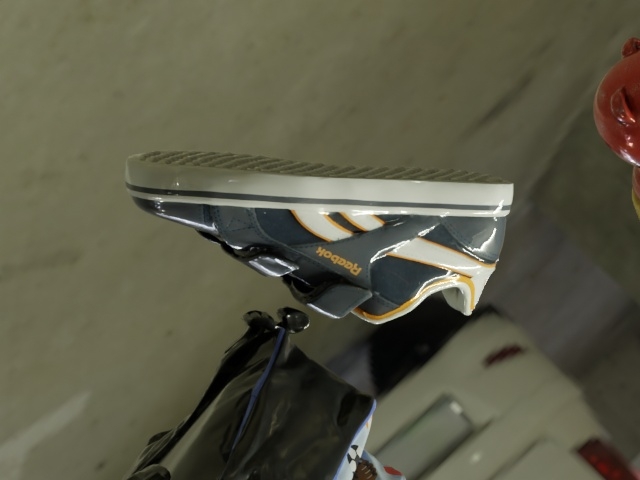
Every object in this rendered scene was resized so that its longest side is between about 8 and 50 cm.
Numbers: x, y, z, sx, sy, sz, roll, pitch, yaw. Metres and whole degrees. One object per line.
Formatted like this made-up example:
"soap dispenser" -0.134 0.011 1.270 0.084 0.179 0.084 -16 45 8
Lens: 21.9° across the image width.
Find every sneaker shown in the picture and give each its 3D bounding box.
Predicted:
"sneaker" 0.000 0.000 1.307 0.126 0.321 0.127 -147 -116 -68

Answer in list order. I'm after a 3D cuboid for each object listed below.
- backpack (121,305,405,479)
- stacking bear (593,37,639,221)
"backpack" -0.077 0.229 1.256 0.263 0.213 0.276 -40 -171 35
"stacking bear" 0.349 -0.051 1.458 0.164 0.289 0.175 -20 -150 40
